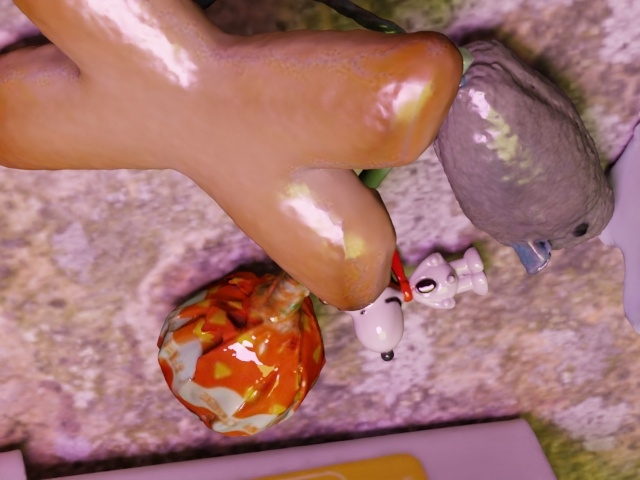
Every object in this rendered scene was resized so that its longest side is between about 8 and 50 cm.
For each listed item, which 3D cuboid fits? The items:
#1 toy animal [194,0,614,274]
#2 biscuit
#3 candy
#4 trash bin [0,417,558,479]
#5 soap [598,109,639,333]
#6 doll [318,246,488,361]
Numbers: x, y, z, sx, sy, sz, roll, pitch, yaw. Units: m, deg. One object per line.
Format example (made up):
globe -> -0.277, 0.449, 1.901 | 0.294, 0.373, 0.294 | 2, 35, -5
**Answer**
toy animal -> 0.059, -0.064, 0.902 | 0.253, 0.070, 0.079 | 33, 108, -34
biscuit -> -0.052, -0.060, 0.838 | 0.208, 0.047, 0.164 | 23, 131, 6
candy -> -0.001, -0.001, 0.927 | 0.084, 0.078, 0.287 | 39, 135, 5
trash bin -> -0.024, 0.266, 1.105 | 0.368, 0.256, 0.296 | -12, 129, -11
soap -> 0.307, -0.020, 0.976 | 0.289, 0.095, 0.173 | 9, 133, -21
doll -> 0.045, 0.023, 1.007 | 0.085, 0.040, 0.058 | -35, 94, -4
